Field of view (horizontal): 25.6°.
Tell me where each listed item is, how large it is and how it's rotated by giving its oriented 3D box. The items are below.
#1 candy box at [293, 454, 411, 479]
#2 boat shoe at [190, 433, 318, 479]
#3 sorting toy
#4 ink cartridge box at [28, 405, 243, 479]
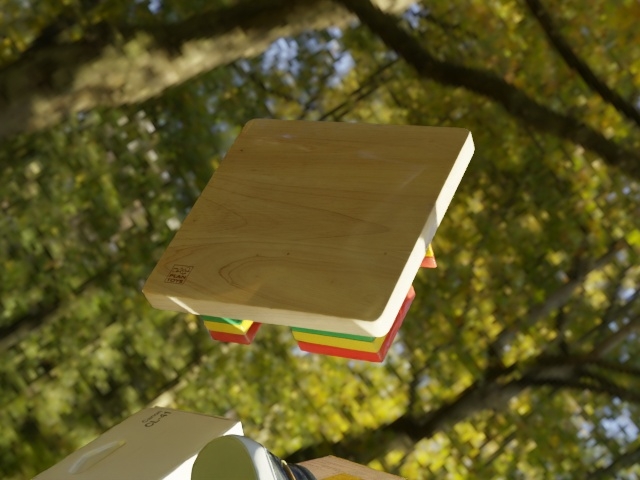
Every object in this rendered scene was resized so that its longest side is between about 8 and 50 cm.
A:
[{"bbox_3d":[0.042,0.257,1.418,0.206,0.105,0.027,9,-82,47],"label":"candy box"},{"bbox_3d":[-0.018,0.201,0.798,0.083,0.065,0.183,29,40,-49],"label":"boat shoe"},{"bbox_3d":[0.000,0.000,1.392,0.257,0.255,0.089,5,-42,28],"label":"sorting toy"},{"bbox_3d":[-0.157,0.344,1.331,0.131,0.226,0.306,4,-67,36],"label":"ink cartridge box"}]
